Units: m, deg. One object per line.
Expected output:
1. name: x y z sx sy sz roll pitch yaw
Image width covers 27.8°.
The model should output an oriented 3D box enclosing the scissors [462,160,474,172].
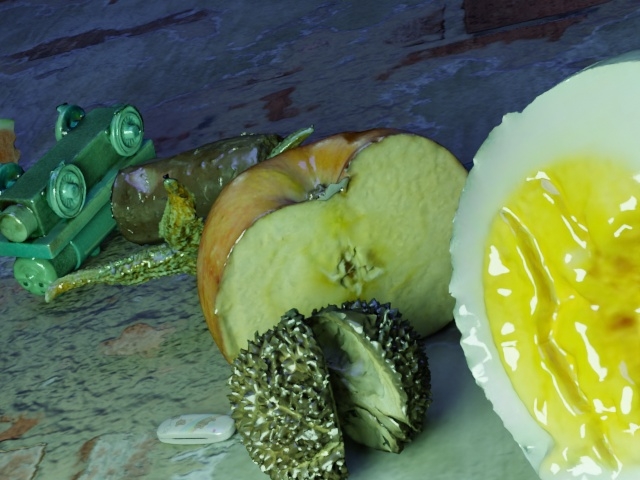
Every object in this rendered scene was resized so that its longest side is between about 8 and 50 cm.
1. scissors: 0.179 -0.075 1.603 0.384 0.029 0.256 -16 25 -3

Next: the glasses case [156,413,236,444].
1. glasses case: -0.122 0.185 1.265 0.083 0.021 0.032 -4 30 25

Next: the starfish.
1. starfish: -0.104 -0.015 1.435 0.358 0.078 0.347 -16 -20 -42

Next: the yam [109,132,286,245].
1. yam: -0.140 -0.065 1.668 0.238 0.128 0.129 -8 43 23

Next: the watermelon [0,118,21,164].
1. watermelon: -0.580 -0.092 2.053 0.146 0.128 0.231 -18 20 44

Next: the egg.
1. egg: 0.331 0.027 0.958 0.340 0.354 0.354 -8 16 -37

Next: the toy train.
1. toy train: -0.315 -0.055 1.694 0.120 0.194 0.298 4 34 24

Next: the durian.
1. durian: 0.002 0.135 1.158 0.196 0.166 0.196 -3 5 0

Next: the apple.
1. apple: 0.000 0.000 1.296 0.293 0.251 0.163 -25 34 -16
